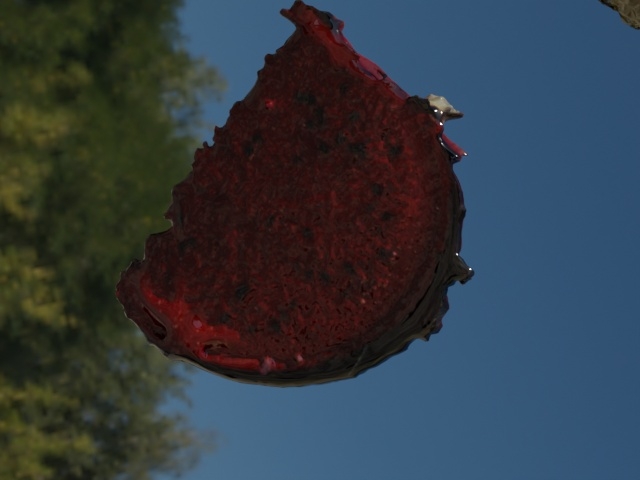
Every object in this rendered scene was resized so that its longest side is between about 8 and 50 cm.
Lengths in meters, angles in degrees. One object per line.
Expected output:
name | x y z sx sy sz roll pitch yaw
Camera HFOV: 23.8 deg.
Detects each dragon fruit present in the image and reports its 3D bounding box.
dragon fruit | 0.000 0.000 1.356 0.282 0.100 0.343 42 -75 17

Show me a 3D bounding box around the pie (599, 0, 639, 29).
pie | 0.154 -0.109 0.466 0.193 0.079 0.163 41 -43 -8
